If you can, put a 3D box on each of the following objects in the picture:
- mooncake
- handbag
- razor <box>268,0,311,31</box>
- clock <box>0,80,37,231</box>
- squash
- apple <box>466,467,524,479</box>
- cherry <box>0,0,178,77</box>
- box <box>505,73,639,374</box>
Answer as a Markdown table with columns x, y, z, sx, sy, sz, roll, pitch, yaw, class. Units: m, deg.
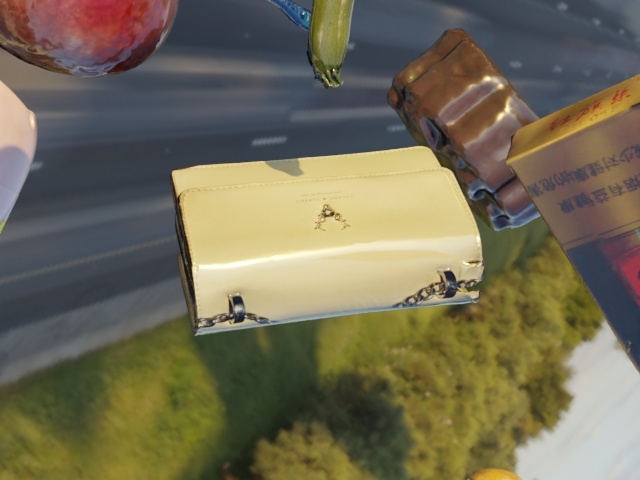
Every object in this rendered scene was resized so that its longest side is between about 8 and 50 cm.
| x | y | z | sx | sy | sz | roll | pitch | yaw | class |
| --- | --- | --- | --- | --- | --- | --- | --- | --- | --- |
| 0.288 | -0.194 | 1.970 | 0.212 | 0.381 | 0.350 | -38 | 165 | 3 | mooncake |
| 0.000 | 0.000 | 1.370 | 0.358 | 0.236 | 0.160 | -6 | 126 | -11 | handbag |
| -0.113 | -0.465 | 1.947 | 0.324 | 0.056 | 0.093 | 35 | 53 | -42 | razor |
| -0.590 | -0.167 | 1.490 | 0.368 | 0.377 | 0.250 | 15 | -104 | 57 | clock |
| 0.014 | -0.254 | 1.198 | 0.052 | 0.052 | 0.183 | -35 | 143 | -49 | squash |
| 0.283 | 0.441 | 1.761 | 0.146 | 0.146 | 0.146 | -46 | 167 | -13 | apple |
| -0.227 | -0.273 | 1.012 | 0.239 | 0.206 | 0.239 | -167 | -90 | -75 | cherry |
| 0.275 | -0.012 | 0.882 | 0.159 | 0.240 | 0.071 | -24 | -159 | 30 | box |
